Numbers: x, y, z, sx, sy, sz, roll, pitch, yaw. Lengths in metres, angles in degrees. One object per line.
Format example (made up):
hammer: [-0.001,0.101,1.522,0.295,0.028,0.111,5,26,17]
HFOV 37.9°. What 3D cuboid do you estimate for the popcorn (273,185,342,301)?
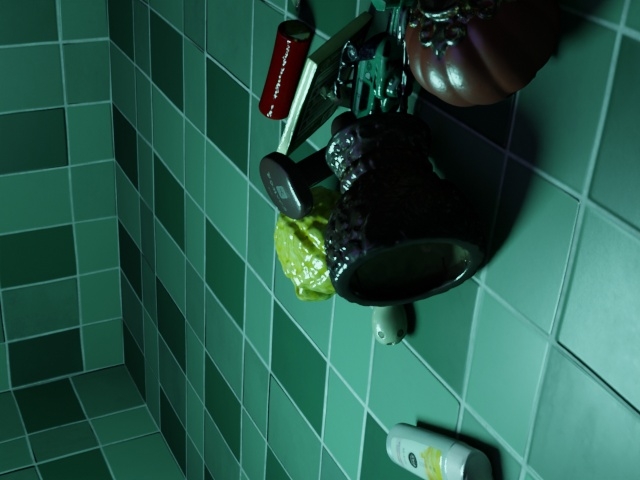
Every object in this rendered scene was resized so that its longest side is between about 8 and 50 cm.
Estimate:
popcorn: [0.000,0.000,1.934,0.225,0.173,0.286,63,156,6]

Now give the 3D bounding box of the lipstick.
lipstick: [-0.080,-0.375,2.071,0.080,0.080,0.241,63,151,31]

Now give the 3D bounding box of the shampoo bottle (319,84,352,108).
shampoo bottle: [0.045,-0.277,1.788,0.034,0.141,0.049,-21,75,34]

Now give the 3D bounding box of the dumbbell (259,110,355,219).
dumbbell: [0.003,-0.147,1.800,0.124,0.225,0.140,5,125,61]

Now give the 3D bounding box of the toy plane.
toy plane: [0.122,-0.327,1.656,0.155,0.106,0.382,47,140,39]

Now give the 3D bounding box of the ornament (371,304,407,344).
ornament: [0.135,0.129,1.837,0.081,0.074,0.156,-91,-4,-76]

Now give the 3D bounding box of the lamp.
lamp: [0.231,-0.294,1.324,0.227,0.226,0.227,36,131,56]

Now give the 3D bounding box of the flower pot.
flower pot: [0.124,-0.059,1.588,0.266,0.266,0.267,122,142,-55]

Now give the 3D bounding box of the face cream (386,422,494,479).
face cream: [0.224,0.413,1.764,0.269,0.073,0.107,6,113,63]

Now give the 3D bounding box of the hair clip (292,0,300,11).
hair clip: [-0.069,-0.551,2.042,0.137,0.022,0.054,55,146,41]

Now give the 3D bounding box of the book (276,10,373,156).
book: [0.006,-0.298,1.807,0.027,0.202,0.264,36,142,10]
